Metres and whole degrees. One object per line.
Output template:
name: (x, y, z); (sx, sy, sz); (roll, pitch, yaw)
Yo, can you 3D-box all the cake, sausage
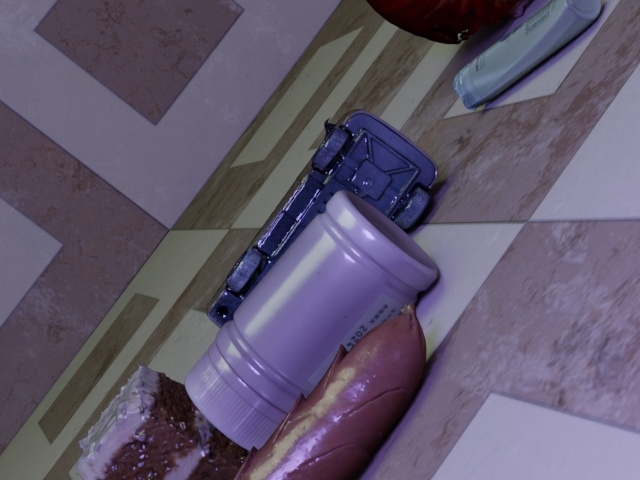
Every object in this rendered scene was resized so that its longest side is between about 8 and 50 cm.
cake: (-0.171, 0.225, 1.564); (0.134, 0.147, 0.135); (-49, 11, 11)
sausage: (-0.045, 0.226, 1.225); (0.433, 0.088, 0.088); (-50, 12, -9)

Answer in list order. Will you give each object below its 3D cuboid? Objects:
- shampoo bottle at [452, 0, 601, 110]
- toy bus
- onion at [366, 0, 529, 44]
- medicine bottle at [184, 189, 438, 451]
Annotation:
shampoo bottle: (0.226, -0.215, 1.603); (0.212, 0.049, 0.072); (-38, 23, 50)
toy bus: (0.000, 0.000, 1.622); (0.289, 0.139, 0.157); (-56, 8, -3)
onion: (0.171, -0.426, 1.850); (0.341, 0.341, 0.341); (-49, 12, 15)
medicine bottle: (-0.011, 0.083, 1.423); (0.250, 0.133, 0.133); (-50, 12, 9)
